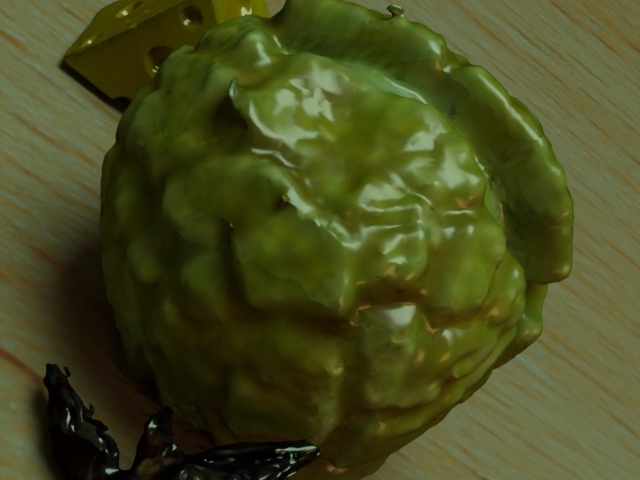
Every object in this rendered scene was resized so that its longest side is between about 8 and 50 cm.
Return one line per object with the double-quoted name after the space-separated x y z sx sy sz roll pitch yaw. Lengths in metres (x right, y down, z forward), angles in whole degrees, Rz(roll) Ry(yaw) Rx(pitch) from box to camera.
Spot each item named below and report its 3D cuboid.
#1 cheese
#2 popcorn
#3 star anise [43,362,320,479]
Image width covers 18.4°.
-0.073 -0.099 1.386 0.171 0.126 0.093 58 25 -19 "cheese"
-0.003 -0.008 1.167 0.282 0.247 0.282 3 71 -10 "popcorn"
-0.078 0.149 1.059 0.157 0.053 0.212 1 44 -5 "star anise"
